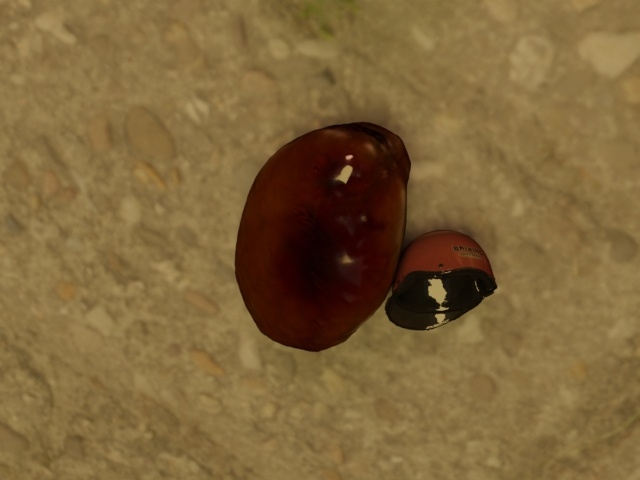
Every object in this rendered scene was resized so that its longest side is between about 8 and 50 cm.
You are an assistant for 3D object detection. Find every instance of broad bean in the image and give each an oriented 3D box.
[{"bbox_3d":[0.000,0.000,0.571,0.114,0.084,0.165,32,118,37],"label":"broad bean"}]

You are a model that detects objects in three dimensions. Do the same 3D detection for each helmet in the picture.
[{"bbox_3d":[0.077,0.021,0.583,0.065,0.049,0.084,14,144,-29],"label":"helmet"}]
